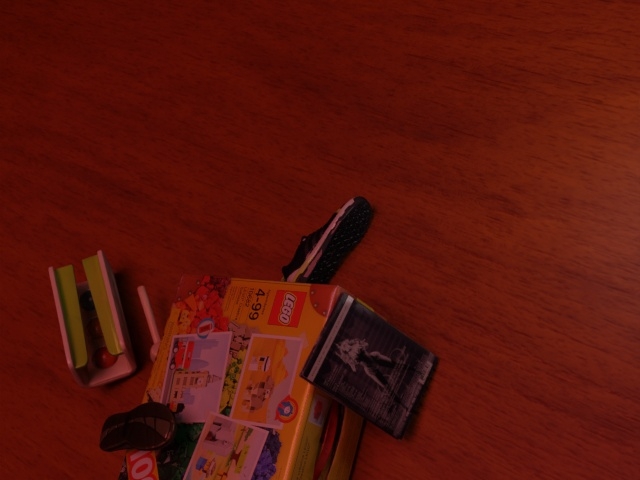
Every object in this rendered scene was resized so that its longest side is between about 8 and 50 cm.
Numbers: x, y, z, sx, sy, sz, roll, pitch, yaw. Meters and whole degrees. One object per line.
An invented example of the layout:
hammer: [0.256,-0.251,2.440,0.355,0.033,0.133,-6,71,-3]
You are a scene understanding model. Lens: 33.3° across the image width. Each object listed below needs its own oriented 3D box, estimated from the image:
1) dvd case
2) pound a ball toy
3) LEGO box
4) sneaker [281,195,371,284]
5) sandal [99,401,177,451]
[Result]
dvd case: [0.086,0.215,1.825,0.018,0.221,0.164,-15,44,60]
pound a ball toy: [-0.439,0.177,2.276,0.208,0.136,0.319,-19,54,-6]
LEGO box: [-0.132,0.334,1.930,0.372,0.193,0.500,2,69,35]
sneaker: [0.000,0.000,2.080,0.235,0.084,0.097,-53,49,0]
sandal: [-0.315,0.342,1.892,0.219,0.060,0.090,-22,49,43]
